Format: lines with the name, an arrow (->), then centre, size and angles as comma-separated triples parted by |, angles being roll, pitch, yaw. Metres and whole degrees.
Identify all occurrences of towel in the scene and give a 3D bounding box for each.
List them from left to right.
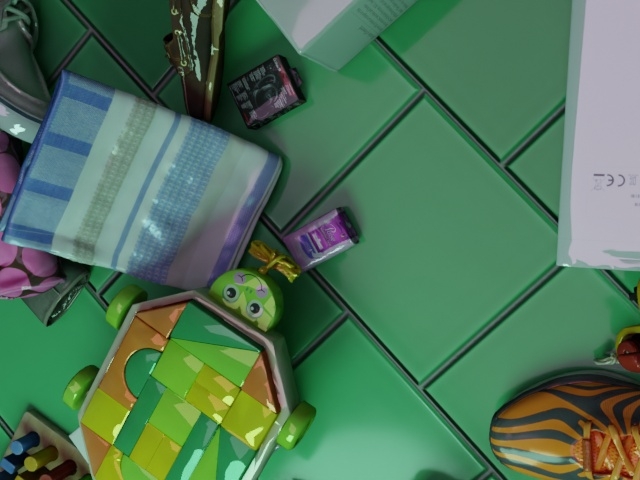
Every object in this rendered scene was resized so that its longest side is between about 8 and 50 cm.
towel -> -0.197, -0.050, 0.914 | 0.209, 0.285, 0.034 | -63, 33, 11

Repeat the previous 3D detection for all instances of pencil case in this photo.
pencil case -> -0.396, -0.027, 0.979 | 0.098, 0.095, 0.209 | -22, 93, -10

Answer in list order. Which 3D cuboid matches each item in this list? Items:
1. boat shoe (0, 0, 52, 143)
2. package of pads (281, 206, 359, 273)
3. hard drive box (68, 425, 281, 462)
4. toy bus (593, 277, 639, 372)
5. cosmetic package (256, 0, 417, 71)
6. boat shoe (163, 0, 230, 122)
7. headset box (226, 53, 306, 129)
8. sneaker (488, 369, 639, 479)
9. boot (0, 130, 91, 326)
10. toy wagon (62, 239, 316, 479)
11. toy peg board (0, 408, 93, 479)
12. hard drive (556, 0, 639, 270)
boat shoe -> -0.430, -0.291, 1.024 | 0.156, 0.136, 0.367 | -46, 71, 13
package of pads -> 0.000, 0.000, 0.954 | 0.083, 0.032, 0.050 | -28, 89, 18
hard drive box -> -0.169, 0.240, 0.999 | 0.232, 0.089, 0.181 | -42, 81, 17
toy bus -> 0.360, 0.064, 0.768 | 0.202, 0.191, 0.104 | -10, 83, 19
cosmetic package -> 0.021, -0.306, 0.858 | 0.183, 0.151, 0.151 | -39, 82, 16
boat shoe -> -0.145, -0.230, 0.917 | 0.073, 0.073, 0.207 | 9, 133, -3
headset box -> -0.061, -0.180, 0.957 | 0.083, 0.032, 0.062 | -27, 87, 17
sneaker -> 0.325, 0.207, 0.790 | 0.321, 0.180, 0.125 | -7, 92, 18
boot -> -0.389, -0.016, 1.055 | 0.208, 0.076, 0.190 | 41, 116, 16
toy wagon -> -0.138, 0.157, 0.899 | 0.267, 0.068, 0.344 | 32, 103, 13
toy peg board -> -0.390, 0.348, 1.083 | 0.160, 0.079, 0.161 | 32, 103, 12
hard drive -> 0.363, -0.126, 0.823 | 0.210, 0.040, 0.319 | 4, 96, 17
